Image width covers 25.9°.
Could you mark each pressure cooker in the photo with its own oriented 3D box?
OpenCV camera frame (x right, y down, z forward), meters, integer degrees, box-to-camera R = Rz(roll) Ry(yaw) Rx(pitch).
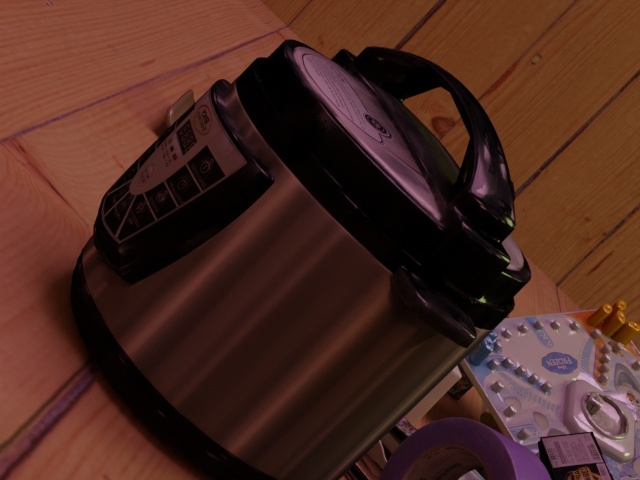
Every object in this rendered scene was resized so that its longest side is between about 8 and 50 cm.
[{"bbox_3d":[0.004,0.002,1.402,0.370,0.420,0.375,48,15,11],"label":"pressure cooker"}]

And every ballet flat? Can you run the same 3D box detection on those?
[{"bbox_3d":[0.101,0.255,1.605,0.221,0.077,0.079,42,31,12],"label":"ballet flat"}]

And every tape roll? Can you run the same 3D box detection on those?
[{"bbox_3d":[0.149,0.288,1.465,0.080,0.189,0.189,31,19,-43],"label":"tape roll"}]

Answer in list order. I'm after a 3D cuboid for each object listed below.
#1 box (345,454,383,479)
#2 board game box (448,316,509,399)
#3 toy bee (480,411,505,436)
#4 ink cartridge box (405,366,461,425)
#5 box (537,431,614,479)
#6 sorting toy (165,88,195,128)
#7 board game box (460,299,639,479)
[{"bbox_3d":[0.058,0.249,1.671,0.164,0.021,0.201,49,15,20],"label":"box"},{"bbox_3d":[0.145,0.071,2.193,0.291,0.141,0.232,39,14,-22],"label":"board game box"},{"bbox_3d":[0.343,0.321,2.059,0.298,0.162,0.195,-2,33,-31],"label":"toy bee"},{"bbox_3d":[0.044,0.100,1.869,0.273,0.115,0.198,39,15,-21],"label":"ink cartridge box"},{"bbox_3d":[0.297,0.398,1.473,0.293,0.073,0.295,-87,169,-71],"label":"box"},{"bbox_3d":[-0.155,-0.113,2.105,0.229,0.041,0.307,47,13,-8],"label":"sorting toy"},{"bbox_3d":[0.412,0.252,2.006,0.390,0.050,0.390,-2,50,-42],"label":"board game box"}]
